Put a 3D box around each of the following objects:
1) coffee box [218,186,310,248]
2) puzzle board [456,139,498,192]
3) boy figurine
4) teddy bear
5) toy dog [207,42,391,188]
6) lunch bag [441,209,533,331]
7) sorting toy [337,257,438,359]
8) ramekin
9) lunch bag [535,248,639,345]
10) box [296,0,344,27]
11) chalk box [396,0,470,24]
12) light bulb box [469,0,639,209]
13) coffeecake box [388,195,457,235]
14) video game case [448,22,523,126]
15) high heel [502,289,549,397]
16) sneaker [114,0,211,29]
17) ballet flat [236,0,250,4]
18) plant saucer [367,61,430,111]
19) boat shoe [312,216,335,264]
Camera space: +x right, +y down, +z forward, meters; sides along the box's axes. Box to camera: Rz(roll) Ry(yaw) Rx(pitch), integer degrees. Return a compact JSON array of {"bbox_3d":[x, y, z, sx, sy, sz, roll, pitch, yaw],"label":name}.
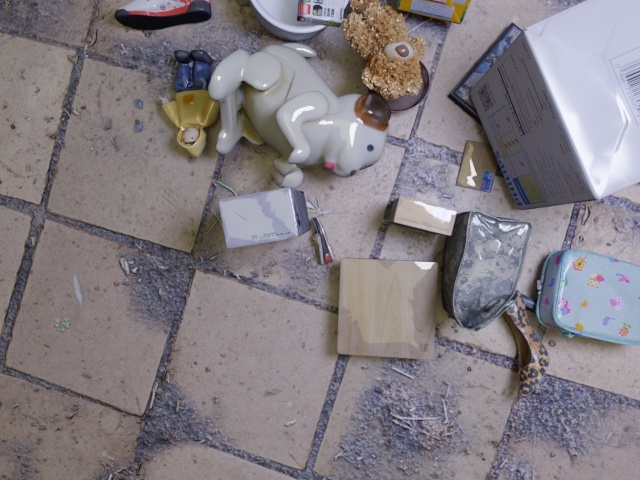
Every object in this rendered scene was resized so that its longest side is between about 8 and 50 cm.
[{"bbox_3d":[-0.128,-0.061,1.097,0.167,0.297,0.119,-9,94,4],"label":"coffee box"},{"bbox_3d":[0.436,-0.205,1.190,0.096,0.011,0.128,13,93,3],"label":"puzzle board"},{"bbox_3d":[-0.368,-0.378,1.214,0.177,0.092,0.286,3,88,2],"label":"boy figurine"},{"bbox_3d":[0.169,-0.508,1.080,0.245,0.338,0.113,33,137,-22],"label":"teddy bear"},{"bbox_3d":[-0.025,-0.309,1.122,0.407,0.285,0.396,27,54,5],"label":"toy dog"},{"bbox_3d":[0.393,0.079,1.087,0.168,0.235,0.287,13,93,6],"label":"lunch bag"},{"bbox_3d":[0.179,0.178,1.181,0.255,0.089,0.258,2,92,5],"label":"sorting toy"},{"bbox_3d":[-0.065,-0.669,1.131,0.276,0.135,0.278,-1,97,-10],"label":"ramekin"},{"bbox_3d":[0.698,0.149,1.109,0.278,0.108,0.224,14,86,-4],"label":"lunch bag"},{"bbox_3d":[0.006,-0.644,1.058,0.113,0.036,0.207,4,97,-10],"label":"box"},{"bbox_3d":[0.320,-0.738,1.086,0.180,0.179,0.289,16,72,5],"label":"chalk box"},{"bbox_3d":[0.550,-0.277,0.968,0.225,0.361,0.358,-23,90,3],"label":"light bulb box"},{"bbox_3d":[0.257,-0.062,1.121,0.142,0.185,0.068,14,93,4],"label":"coffeecake box"},{"bbox_3d":[0.533,-0.400,1.165,0.274,0.035,0.248,41,94,3],"label":"video game case"},{"bbox_3d":[0.509,0.265,1.148,0.186,0.093,0.262,22,77,-2],"label":"high heel"},{"bbox_3d":[-0.444,-0.689,1.214,0.269,0.090,0.145,-6,90,1],"label":"sneaker"},{"bbox_3d":[-0.163,-0.686,1.207,0.168,0.052,0.057,-1,91,4],"label":"ballet flat"},{"bbox_3d":[0.212,-0.426,1.179,0.168,0.029,0.169,-1,83,10],"label":"plant saucer"},{"bbox_3d":[0.000,0.000,1.214,0.043,0.049,0.137,-20,94,7],"label":"boat shoe"}]
